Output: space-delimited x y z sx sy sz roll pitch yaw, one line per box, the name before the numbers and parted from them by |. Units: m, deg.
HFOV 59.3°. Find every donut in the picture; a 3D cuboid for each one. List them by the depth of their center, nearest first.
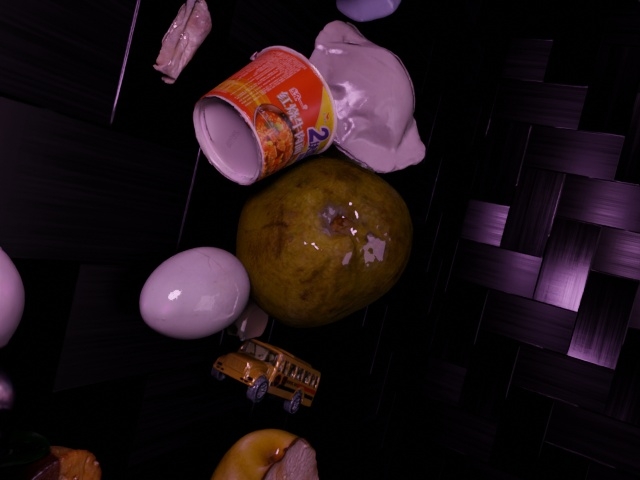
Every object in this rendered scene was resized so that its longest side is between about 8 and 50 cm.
donut | -0.406 0.391 0.825 0.166 0.073 0.184 -14 115 -59

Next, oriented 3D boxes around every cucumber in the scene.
cucumber | -0.453 0.254 0.686 0.284 0.056 0.056 37 71 -57

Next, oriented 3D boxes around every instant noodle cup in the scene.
instant noodle cup | -0.104 -0.206 0.971 0.174 0.213 0.213 -40 138 -35

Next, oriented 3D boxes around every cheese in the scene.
cheese | -0.142 0.168 1.242 0.171 0.047 0.092 -14 117 -61

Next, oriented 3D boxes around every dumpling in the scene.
dumpling | 0.088 -0.315 1.253 0.260 0.181 0.341 -32 116 -34

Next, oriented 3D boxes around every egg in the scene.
egg | -0.211 0.090 0.954 0.209 0.151 0.151 -25 125 -55

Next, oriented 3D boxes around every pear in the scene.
pear | 0.000 0.000 1.103 0.413 0.352 0.352 138 -26 -77
pear | -0.159 0.597 1.270 0.340 0.191 0.387 -29 125 -56

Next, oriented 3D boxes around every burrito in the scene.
burrito | -0.210 -0.312 0.867 0.055 0.041 0.149 37 70 -47

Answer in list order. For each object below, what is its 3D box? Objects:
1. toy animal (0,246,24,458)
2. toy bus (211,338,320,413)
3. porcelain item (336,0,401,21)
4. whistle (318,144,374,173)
toy animal | -0.400 0.104 0.578 0.187 0.165 0.235 -15 103 -78
toy bus | -0.110 0.305 1.280 0.123 0.121 0.335 -63 152 -13
porcelain item | 0.046 -0.620 1.047 0.243 0.178 0.405 -66 149 -14
whistle | 0.032 -0.141 1.362 0.294 0.141 0.141 -53 150 -4
